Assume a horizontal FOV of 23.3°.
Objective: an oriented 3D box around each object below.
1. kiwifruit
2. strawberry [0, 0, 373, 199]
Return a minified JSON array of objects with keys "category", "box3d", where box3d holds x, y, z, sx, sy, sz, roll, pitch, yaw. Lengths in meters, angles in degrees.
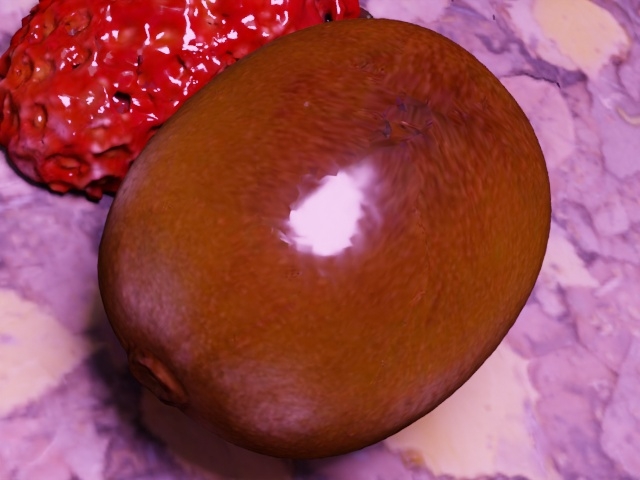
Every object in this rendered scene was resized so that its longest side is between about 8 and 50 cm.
[{"category":"kiwifruit","box3d":[0.000,0.000,0.762,0.234,0.196,0.196,-35,77,-30]},{"category":"strawberry","box3d":[-0.073,-0.122,0.860,0.190,0.111,0.236,46,53,7]}]
